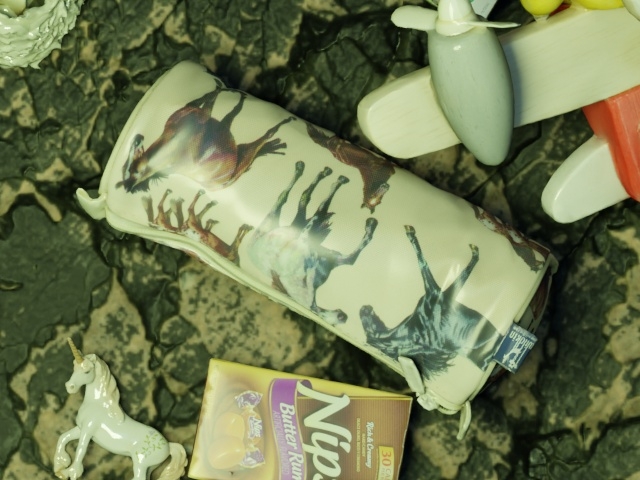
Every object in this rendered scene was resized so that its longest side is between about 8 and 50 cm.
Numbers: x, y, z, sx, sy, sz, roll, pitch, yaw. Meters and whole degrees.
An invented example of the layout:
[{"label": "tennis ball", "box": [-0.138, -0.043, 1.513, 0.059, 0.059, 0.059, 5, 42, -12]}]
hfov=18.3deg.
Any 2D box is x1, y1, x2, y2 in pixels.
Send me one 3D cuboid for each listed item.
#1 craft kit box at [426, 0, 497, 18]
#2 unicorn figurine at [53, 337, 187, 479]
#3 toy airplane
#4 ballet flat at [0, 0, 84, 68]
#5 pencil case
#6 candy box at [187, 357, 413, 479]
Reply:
[{"label": "craft kit box", "box": [0.109, -0.362, 1.856, 0.246, 0.061, 0.250, 31, 83, -1]}, {"label": "unicorn figurine", "box": [-0.191, 0.173, 1.779, 0.162, 0.060, 0.111, 33, 82, -14]}, {"label": "toy airplane", "box": [0.261, -0.191, 1.703, 0.384, 0.272, 0.386, 25, 85, -16]}, {"label": "ballet flat", "box": [-0.206, -0.339, 1.801, 0.147, 0.147, 0.409, 24, 82, 1]}, {"label": "pencil case", "box": [0.000, 0.000, 1.751, 0.410, 0.160, 0.183, 28, 62, 1]}, {"label": "candy box", "box": [-0.018, 0.176, 1.783, 0.186, 0.053, 0.109, 11, 82, -2]}]
